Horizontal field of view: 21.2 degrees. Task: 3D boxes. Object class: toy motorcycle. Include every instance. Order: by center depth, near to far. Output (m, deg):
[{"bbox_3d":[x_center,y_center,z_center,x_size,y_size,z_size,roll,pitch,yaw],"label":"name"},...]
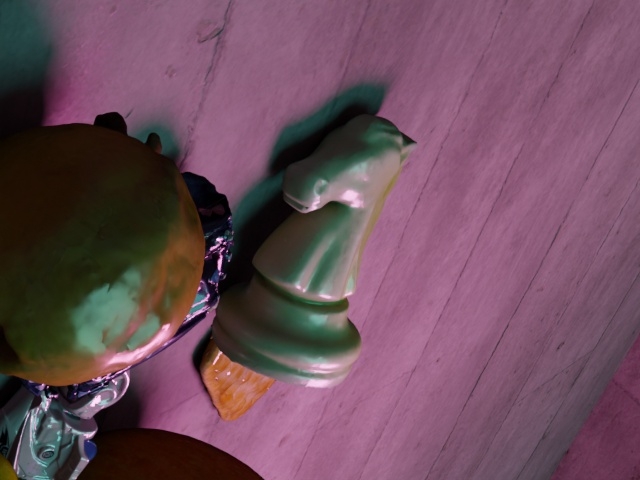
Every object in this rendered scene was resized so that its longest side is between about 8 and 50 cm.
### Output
[{"bbox_3d":[-0.290,0.198,1.740,0.254,0.112,0.112,-52,158,18],"label":"toy motorcycle"}]

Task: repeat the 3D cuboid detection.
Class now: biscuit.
[{"bbox_3d":[-0.093,0.152,2.096,0.118,0.029,0.247,-42,158,-13],"label":"biscuit"}]

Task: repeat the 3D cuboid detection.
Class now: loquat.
[{"bbox_3d":[-0.207,0.011,1.383,0.238,0.238,0.193,-38,136,-21],"label":"loquat"}]

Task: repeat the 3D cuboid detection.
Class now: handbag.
[{"bbox_3d":[-0.185,0.050,1.638,0.260,0.113,0.162,-37,163,-24],"label":"handbag"}]

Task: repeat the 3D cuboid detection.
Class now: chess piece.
[{"bbox_3d":[0.000,0.000,1.882,0.176,0.176,0.298,-9,124,-58],"label":"chess piece"}]

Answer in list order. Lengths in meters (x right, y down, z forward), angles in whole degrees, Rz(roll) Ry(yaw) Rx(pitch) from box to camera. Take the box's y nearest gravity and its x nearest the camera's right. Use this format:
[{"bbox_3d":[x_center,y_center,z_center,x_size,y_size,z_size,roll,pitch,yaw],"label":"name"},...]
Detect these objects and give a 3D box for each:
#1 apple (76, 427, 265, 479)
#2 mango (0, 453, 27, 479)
[{"bbox_3d":[-0.192,0.373,1.925,0.339,0.339,0.339,-39,157,-20],"label":"apple"},{"bbox_3d":[-0.389,0.300,1.643,0.273,0.149,0.185,-50,166,23],"label":"mango"}]
